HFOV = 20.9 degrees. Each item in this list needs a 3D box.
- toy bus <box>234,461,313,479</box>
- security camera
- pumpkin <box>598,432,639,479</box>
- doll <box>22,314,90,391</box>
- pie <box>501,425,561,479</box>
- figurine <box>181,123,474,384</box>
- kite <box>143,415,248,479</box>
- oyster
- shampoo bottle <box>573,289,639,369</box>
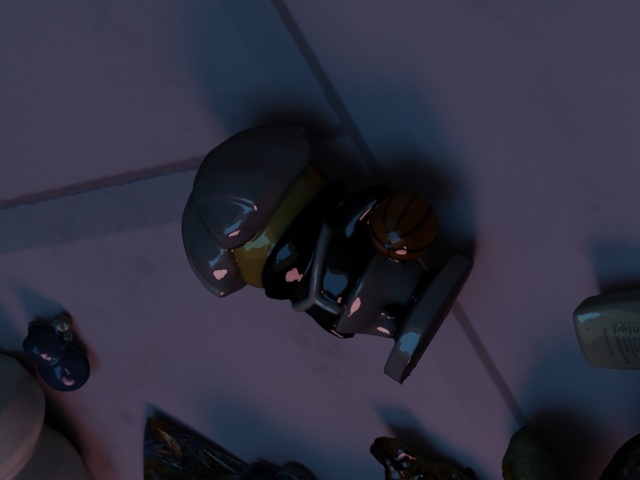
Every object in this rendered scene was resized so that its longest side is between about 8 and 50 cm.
[{"bbox_3d":[0.008,0.329,1.746,0.246,0.113,0.134,20,139,25],"label":"toy bus"},{"bbox_3d":[-0.355,0.269,1.943,0.194,0.194,0.236,0,131,40],"label":"security camera"},{"bbox_3d":[0.352,0.270,1.338,0.320,0.192,0.320,23,141,20],"label":"pumpkin"},{"bbox_3d":[-0.283,0.124,1.850,0.076,0.050,0.083,-7,124,49],"label":"doll"},{"bbox_3d":[0.194,0.253,1.495,0.041,0.187,0.187,-16,125,-1],"label":"pie"},{"bbox_3d":[0.000,0.000,1.426,0.236,0.133,0.176,30,132,10],"label":"figurine"},{"bbox_3d":[-0.140,0.246,1.875,0.183,0.010,0.160,-13,120,43],"label":"kite"},{"bbox_3d":[0.164,0.316,1.647,0.345,0.078,0.129,46,150,-11],"label":"oyster"},{"bbox_3d":[0.295,0.070,1.309,0.212,0.049,0.072,-1,122,40],"label":"shampoo bottle"}]
